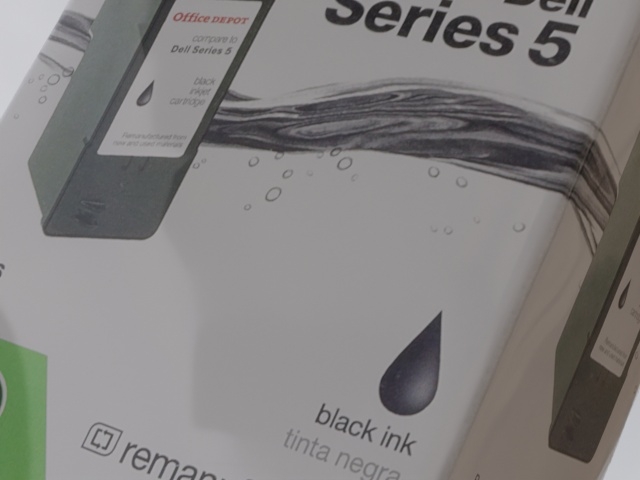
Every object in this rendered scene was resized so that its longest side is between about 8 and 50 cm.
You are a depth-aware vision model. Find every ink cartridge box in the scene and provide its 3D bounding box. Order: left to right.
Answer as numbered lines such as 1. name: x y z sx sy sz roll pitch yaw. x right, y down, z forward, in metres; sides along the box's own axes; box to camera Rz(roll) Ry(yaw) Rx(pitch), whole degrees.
1. ink cartridge box: 0.000 0.000 0.491 0.273 0.198 0.115 -65 -32 -17
